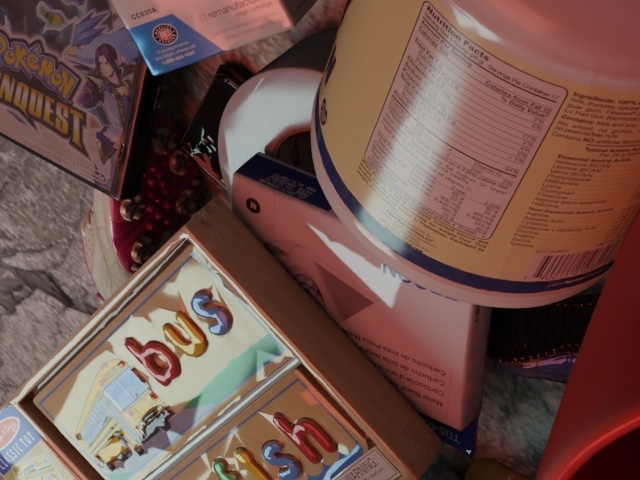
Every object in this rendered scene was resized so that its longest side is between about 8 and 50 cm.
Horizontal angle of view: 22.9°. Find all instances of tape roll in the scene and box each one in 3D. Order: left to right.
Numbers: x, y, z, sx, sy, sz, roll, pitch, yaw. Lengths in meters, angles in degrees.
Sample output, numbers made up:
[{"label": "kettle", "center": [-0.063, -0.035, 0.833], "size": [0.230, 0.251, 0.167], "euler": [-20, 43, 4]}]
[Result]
[{"label": "tape roll", "center": [0.026, -0.054, 1.258], "size": [0.219, 0.072, 0.219], "euler": [22, 134, 25]}]

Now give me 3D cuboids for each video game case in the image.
[{"label": "video game case", "center": [-0.245, -0.201, 1.372], "size": [0.275, 0.035, 0.248], "euler": [28, 119, 25]}]

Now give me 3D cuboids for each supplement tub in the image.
[{"label": "supplement tub", "center": [0.136, -0.135, 0.935], "size": [0.235, 0.235, 0.325], "euler": [38, 145, 13]}]

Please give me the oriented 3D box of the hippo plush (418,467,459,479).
[{"label": "hippo plush", "center": [0.060, 0.308, 1.549], "size": [0.236, 0.234, 0.294], "euler": [-38, 97, 31]}]

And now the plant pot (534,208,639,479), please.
[{"label": "plant pot", "center": [0.251, 0.089, 0.841], "size": [0.275, 0.243, 0.275], "euler": [6, 129, 8]}]

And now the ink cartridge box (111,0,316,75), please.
[{"label": "ink cartridge box", "center": [-0.104, -0.238, 1.191], "size": [0.140, 0.082, 0.190], "euler": [-15, 117, 30]}]

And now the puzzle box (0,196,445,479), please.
[{"label": "puzzle box", "center": [-0.114, 0.171, 1.351], "size": [0.272, 0.052, 0.409], "euler": [47, 132, 0]}]

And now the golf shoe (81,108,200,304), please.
[{"label": "golf shoe", "center": [-0.186, -0.013, 1.519], "size": [0.140, 0.115, 0.306], "euler": [27, 141, 31]}]

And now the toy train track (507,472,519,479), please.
[{"label": "toy train track", "center": [0.154, 0.204, 1.136], "size": [0.083, 0.014, 0.048], "euler": [58, 160, 34]}]

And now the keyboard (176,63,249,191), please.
[{"label": "keyboard", "center": [0.000, 0.000, 1.402], "size": [0.317, 0.033, 0.201], "euler": [43, 139, 6]}]

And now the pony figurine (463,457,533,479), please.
[{"label": "pony figurine", "center": [0.297, 0.245, 1.136], "size": [0.351, 0.302, 0.363], "euler": [38, 170, -8]}]

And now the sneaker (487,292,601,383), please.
[{"label": "sneaker", "center": [0.229, 0.080, 1.223], "size": [0.209, 0.069, 0.082], "euler": [1, 162, 35]}]

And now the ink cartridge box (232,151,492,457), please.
[{"label": "ink cartridge box", "center": [0.028, 0.063, 1.259], "size": [0.223, 0.045, 0.224], "euler": [22, 134, 25]}]
